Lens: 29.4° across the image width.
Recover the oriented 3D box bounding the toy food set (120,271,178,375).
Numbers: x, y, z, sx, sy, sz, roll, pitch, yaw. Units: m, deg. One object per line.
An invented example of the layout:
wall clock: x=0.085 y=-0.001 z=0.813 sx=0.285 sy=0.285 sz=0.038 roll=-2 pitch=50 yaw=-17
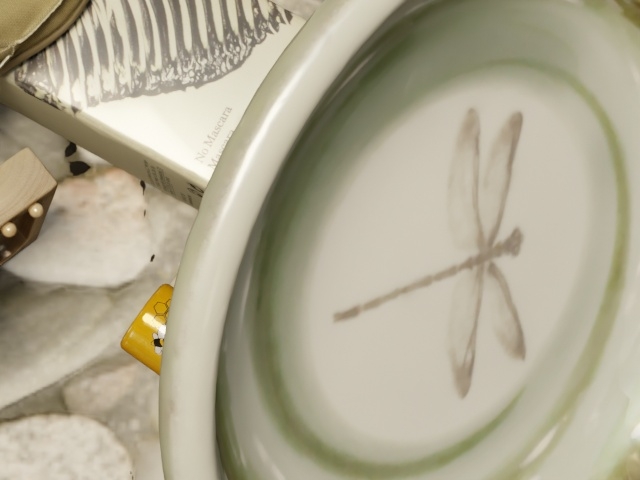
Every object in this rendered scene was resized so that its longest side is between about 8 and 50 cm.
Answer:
toy food set: x=0.000 y=0.000 z=0.657 sx=0.104 sy=0.111 sz=0.232 roll=35 pitch=66 yaw=-1

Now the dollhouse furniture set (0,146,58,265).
dollhouse furniture set: x=-0.180 y=0.061 z=0.637 sx=0.151 sy=0.144 sz=0.123 roll=-40 pitch=91 yaw=-23

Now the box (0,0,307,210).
box: x=-0.150 y=-0.128 z=0.678 sx=0.275 sy=0.094 sz=0.113 roll=27 pitch=82 yaw=0

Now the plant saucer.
plant saucer: x=0.078 y=0.019 z=0.601 sx=0.400 sy=0.100 sz=0.401 roll=-17 pitch=118 yaw=-34

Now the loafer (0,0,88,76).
loafer: x=-0.164 y=-0.111 z=0.602 sx=0.056 sy=0.050 sz=0.148 roll=40 pitch=83 yaw=2
